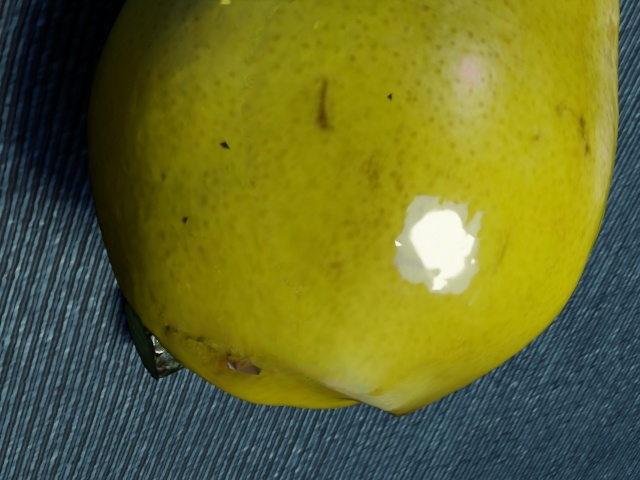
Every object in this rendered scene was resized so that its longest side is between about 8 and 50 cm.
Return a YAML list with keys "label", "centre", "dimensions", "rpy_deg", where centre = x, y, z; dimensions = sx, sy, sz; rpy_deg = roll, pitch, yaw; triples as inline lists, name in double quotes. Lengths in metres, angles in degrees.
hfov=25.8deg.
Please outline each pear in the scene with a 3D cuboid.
- label: "pear"
  centre: [0.024, -0.074, 0.739]
  dimensions: [0.285, 0.285, 0.336]
  rpy_deg: [-4, 114, -42]

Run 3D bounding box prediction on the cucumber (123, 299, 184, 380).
- label: "cucumber"
  centre: [0.000, 0.000, 0.960]
  dimensions: [0.293, 0.067, 0.067]
  rpy_deg: [-30, 143, -19]
